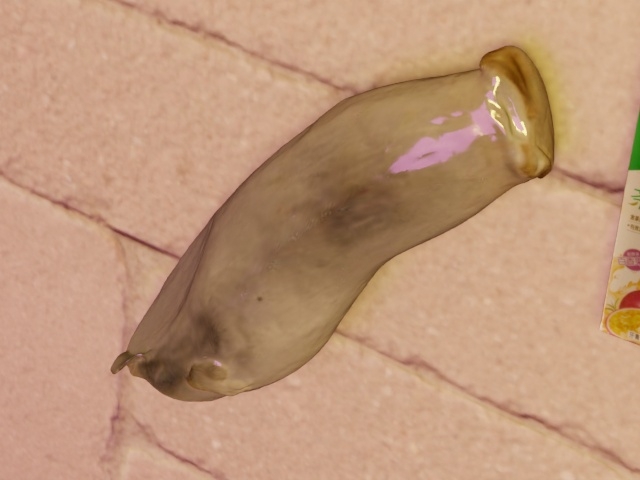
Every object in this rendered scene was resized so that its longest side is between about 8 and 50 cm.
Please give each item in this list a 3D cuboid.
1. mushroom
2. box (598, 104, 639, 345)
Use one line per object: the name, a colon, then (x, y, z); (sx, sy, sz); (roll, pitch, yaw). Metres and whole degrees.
mushroom: (-0.001, -0.002, 0.951); (0.109, 0.097, 0.351); (51, 129, 1)
box: (0.189, -0.036, 0.833); (0.050, 0.041, 0.207); (21, 125, 25)
